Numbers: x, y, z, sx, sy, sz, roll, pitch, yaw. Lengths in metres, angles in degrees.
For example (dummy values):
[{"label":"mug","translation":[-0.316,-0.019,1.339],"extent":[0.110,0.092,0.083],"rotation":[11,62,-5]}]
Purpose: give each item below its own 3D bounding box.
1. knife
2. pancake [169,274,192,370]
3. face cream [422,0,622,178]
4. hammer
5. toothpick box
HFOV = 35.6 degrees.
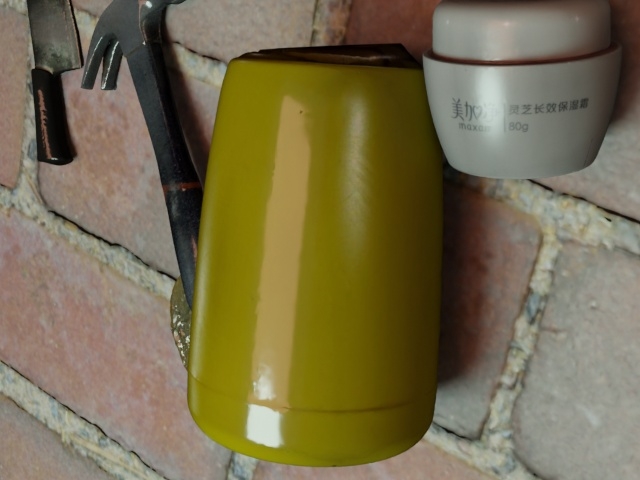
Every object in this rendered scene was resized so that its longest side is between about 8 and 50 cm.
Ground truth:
[{"label":"knife","translation":[-0.250,-0.186,0.935],"extent":[0.060,0.028,0.230],"rotation":[-4,94,26]},{"label":"pancake","translation":[-0.070,0.080,0.847],"extent":[0.158,0.028,0.158],"rotation":[10,105,39]},{"label":"face cream","translation":[0.121,-0.098,0.604],"extent":[0.117,0.117,0.104],"rotation":[12,115,36]},{"label":"hammer","translation":[-0.128,-0.070,0.837],"extent":[0.137,0.037,0.289],"rotation":[-22,80,40]},{"label":"toothpick box","translation":[0.000,0.000,0.684],"extent":[0.175,0.175,0.271],"rotation":[11,103,36]}]
